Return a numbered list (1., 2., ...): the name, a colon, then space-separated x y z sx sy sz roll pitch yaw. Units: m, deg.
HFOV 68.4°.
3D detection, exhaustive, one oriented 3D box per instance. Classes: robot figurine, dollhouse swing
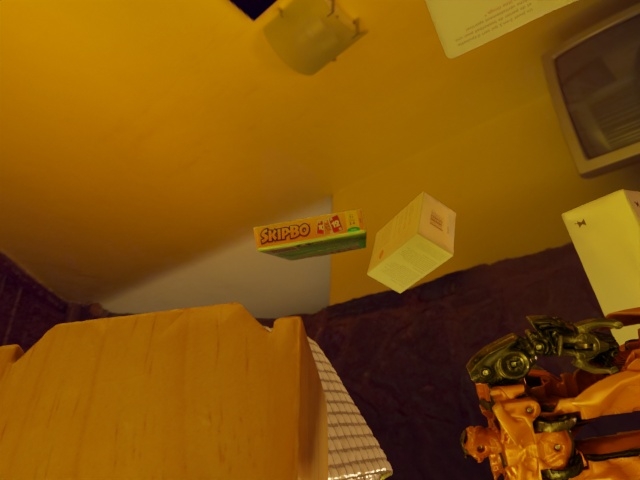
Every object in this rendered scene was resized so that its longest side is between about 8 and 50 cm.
1. robot figurine: 0.268 0.153 0.410 0.085 0.291 0.210 -46 -55 -81
2. dollhouse swing: -0.151 0.289 0.513 0.304 0.347 0.315 68 -163 -50

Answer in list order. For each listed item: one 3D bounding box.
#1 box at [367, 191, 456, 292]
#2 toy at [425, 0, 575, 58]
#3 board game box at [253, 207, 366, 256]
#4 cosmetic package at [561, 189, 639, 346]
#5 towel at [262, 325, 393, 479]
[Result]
1. box: 0.190 0.007 0.985 0.091 0.170 0.130 30 -133 -13
2. toy: 0.083 -0.221 0.208 0.237 0.137 0.056 50 -147 -40
3. board game box: 0.000 0.000 0.644 0.259 0.124 0.039 53 -152 -80
4. cosmetic package: 0.522 0.116 0.688 0.285 0.097 0.376 -4 -109 -40
5. towel: -0.057 0.239 0.605 0.284 0.121 0.235 26 -155 -53
